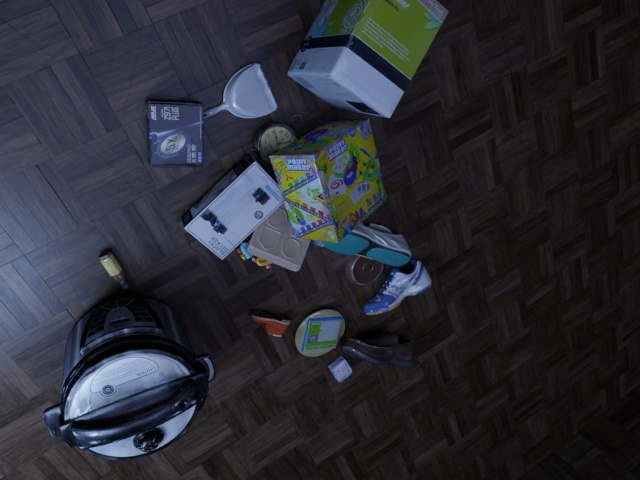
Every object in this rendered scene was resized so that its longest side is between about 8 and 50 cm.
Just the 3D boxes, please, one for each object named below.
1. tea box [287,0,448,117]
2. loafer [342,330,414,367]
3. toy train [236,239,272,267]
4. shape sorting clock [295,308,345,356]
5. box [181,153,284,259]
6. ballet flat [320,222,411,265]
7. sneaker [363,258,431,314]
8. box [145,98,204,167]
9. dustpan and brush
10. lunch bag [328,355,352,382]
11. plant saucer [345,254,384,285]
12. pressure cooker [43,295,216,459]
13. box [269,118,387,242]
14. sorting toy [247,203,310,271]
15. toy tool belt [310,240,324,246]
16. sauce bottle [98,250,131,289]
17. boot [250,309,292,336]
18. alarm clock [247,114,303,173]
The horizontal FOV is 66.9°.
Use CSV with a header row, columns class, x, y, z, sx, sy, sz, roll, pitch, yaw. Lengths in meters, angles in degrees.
class,x,y,z,sx,sy,sz,roll,pitch,yaw
tea box,0.117,-0.551,1.362,0.220,0.329,0.323,27,95,-30
loafer,0.234,0.420,1.922,0.366,0.134,0.130,19,77,-40
toy train,-0.198,0.023,1.599,0.166,0.046,0.125,17,82,-22
shape sorting clock,-0.001,0.346,1.814,0.206,0.040,0.206,-11,115,-26
box,-0.259,-0.100,1.475,0.290,0.087,0.169,-42,124,2
ballet flat,0.154,-0.009,1.711,0.400,0.139,0.139,16,102,-32
sneaker,0.279,0.176,1.863,0.296,0.112,0.131,-28,101,-15
box,-0.407,-0.299,1.355,0.147,0.077,0.180,-3,111,-24
dustpan and brush,-0.249,-0.405,1.410,0.211,0.060,0.147,-33,118,-18
lunch bag,0.080,0.510,1.910,0.071,0.053,0.083,-36,111,-12
plant saucer,0.174,0.099,1.812,0.168,0.029,0.168,-9,112,-23
pressure cooker,-0.521,0.389,1.363,0.375,0.420,0.370,34,93,-31
box,0.037,-0.189,1.486,0.290,0.177,0.279,-39,124,-39
sorting toy,-0.122,-0.024,1.592,0.193,0.038,0.208,24,84,-22
toy tool belt,0.000,0.000,1.677,0.083,0.051,0.052,31,94,-31
sauce bottle,-0.605,0.090,1.429,0.042,0.042,0.128,-28,118,-14
boot,-0.184,0.295,1.701,0.158,0.059,0.085,21,104,-31
alarm clock,-0.125,-0.312,1.492,0.192,0.064,0.129,-46,121,0
